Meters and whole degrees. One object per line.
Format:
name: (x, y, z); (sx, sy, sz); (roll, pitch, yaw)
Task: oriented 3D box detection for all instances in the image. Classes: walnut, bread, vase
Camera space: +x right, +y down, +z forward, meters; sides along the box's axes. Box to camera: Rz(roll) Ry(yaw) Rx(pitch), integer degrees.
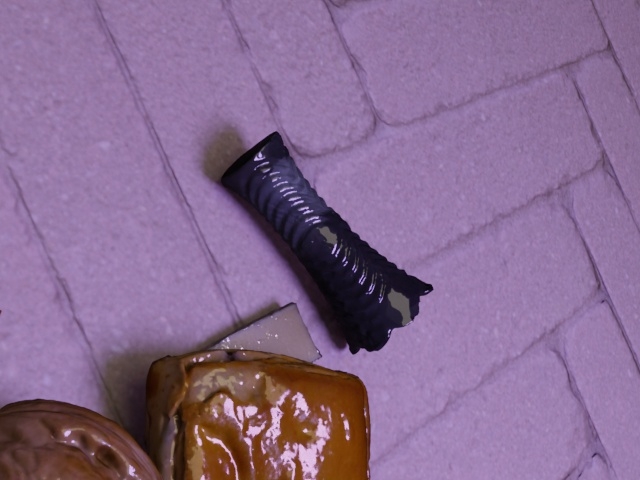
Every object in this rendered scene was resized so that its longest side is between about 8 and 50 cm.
walnut: (-0.198, 0.200, 0.752); (0.184, 0.155, 0.155); (54, 46, -14)
bread: (-0.066, 0.117, 0.991); (0.153, 0.028, 0.068); (-27, 94, -44)
bread: (-0.047, 0.204, 0.902); (0.235, 0.099, 0.211); (7, 80, -41)
vase: (0.000, 0.000, 1.053); (0.237, 0.115, 0.115); (48, 48, -12)
